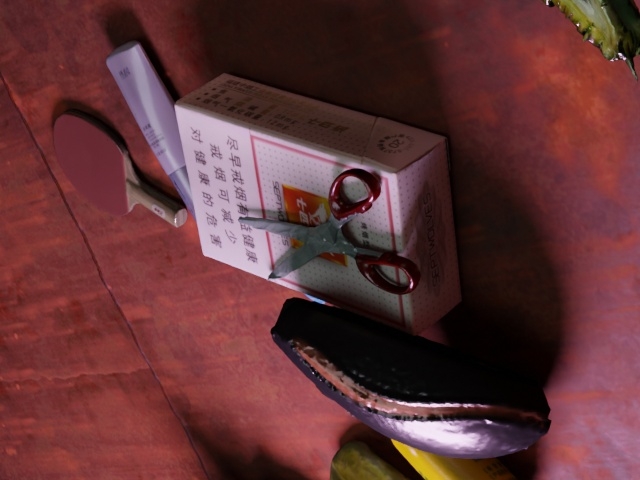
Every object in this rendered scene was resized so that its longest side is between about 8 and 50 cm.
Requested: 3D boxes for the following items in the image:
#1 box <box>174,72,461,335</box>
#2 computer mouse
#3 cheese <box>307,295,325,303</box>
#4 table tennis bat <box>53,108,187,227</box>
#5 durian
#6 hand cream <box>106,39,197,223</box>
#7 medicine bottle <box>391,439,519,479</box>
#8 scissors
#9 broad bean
[{"bbox_3d":[-0.004,-0.044,1.878,0.330,0.095,0.210,20,132,39],"label":"box"},{"bbox_3d":[0.090,0.157,1.829,0.323,0.183,0.116,20,87,21],"label":"computer mouse"},{"bbox_3d":[-0.027,0.037,2.028,0.111,0.017,0.047,42,138,18],"label":"cheese"},{"bbox_3d":[-0.264,-0.083,2.203,0.246,0.022,0.138,32,138,31],"label":"table tennis bat"},{"bbox_3d":[0.196,-0.269,1.473,0.375,0.107,0.132,47,140,13],"label":"durian"},{"bbox_3d":[-0.183,-0.123,2.058,0.079,0.048,0.255,-24,96,48],"label":"hand cream"},{"bbox_3d":[0.116,0.216,1.947,0.309,0.076,0.111,44,-174,23],"label":"medicine bottle"},{"bbox_3d":[0.000,0.000,1.819,0.248,0.017,0.144,-8,111,51],"label":"scissors"},{"bbox_3d":[0.085,0.336,2.085,0.206,0.072,0.153,47,136,13],"label":"broad bean"}]
